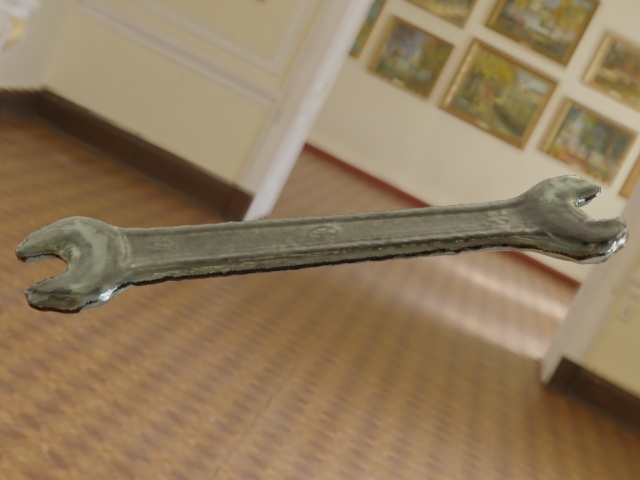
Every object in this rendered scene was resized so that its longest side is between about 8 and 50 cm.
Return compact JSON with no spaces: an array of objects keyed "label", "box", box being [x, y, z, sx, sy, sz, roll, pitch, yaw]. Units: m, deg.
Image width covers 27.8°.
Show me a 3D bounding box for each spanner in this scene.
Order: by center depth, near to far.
[{"label":"spanner","box":[0.000,0.000,0.640,0.301,0.017,0.071,-6,38,-3]}]
